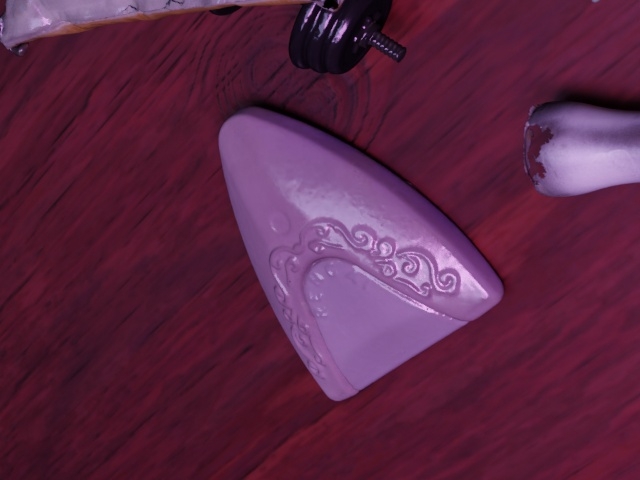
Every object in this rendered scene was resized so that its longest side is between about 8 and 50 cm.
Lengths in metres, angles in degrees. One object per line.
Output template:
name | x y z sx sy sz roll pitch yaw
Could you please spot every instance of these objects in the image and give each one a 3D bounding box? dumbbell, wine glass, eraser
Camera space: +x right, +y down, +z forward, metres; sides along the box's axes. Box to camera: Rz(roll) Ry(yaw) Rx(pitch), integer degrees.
dumbbell | -0.024 -0.189 1.224 0.208 0.099 0.099 34 128 15
wine glass | 0.221 -0.066 1.137 0.155 0.072 0.072 0 113 34
eraser | -0.001 0.001 1.330 0.243 0.059 0.204 50 131 -3

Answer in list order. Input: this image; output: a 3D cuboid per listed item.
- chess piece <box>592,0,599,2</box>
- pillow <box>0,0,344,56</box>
chess piece | 0.139 -0.218 1.126 0.149 0.059 0.059 47 131 0
pillow | -0.083 -0.285 1.147 0.310 0.119 0.312 -3 73 38
